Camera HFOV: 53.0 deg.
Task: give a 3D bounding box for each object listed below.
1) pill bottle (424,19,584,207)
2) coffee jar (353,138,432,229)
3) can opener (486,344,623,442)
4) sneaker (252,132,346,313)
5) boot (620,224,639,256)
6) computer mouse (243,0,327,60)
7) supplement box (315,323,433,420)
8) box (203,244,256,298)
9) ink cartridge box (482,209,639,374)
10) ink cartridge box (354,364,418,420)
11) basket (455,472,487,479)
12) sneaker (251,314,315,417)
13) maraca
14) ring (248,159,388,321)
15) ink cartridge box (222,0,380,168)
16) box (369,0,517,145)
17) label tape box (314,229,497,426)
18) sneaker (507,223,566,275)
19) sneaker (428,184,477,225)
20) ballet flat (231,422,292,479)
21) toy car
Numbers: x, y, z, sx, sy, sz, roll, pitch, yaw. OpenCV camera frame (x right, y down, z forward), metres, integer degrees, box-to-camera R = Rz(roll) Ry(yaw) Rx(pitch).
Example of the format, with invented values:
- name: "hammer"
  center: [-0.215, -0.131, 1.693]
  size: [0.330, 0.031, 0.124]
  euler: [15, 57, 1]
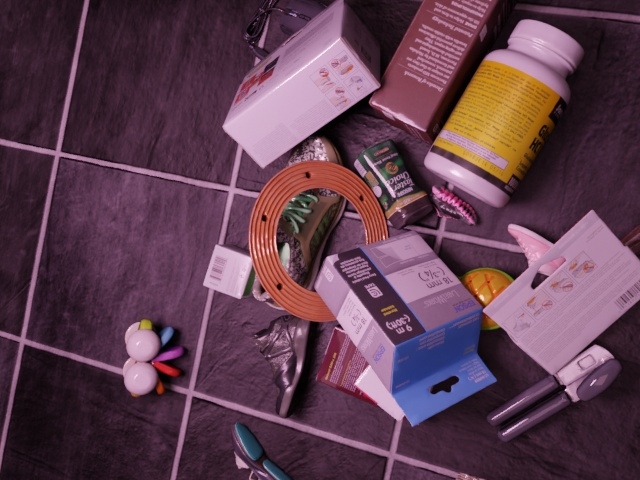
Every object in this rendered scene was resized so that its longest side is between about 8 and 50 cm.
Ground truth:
- name: "pill bottle"
  center: [0.364, -0.248, 1.262]
  size: [0.188, 0.188, 0.333]
  euler: [32, 98, 14]
- name: "coffee jar"
  center: [0.156, -0.118, 1.369]
  size: [0.096, 0.079, 0.184]
  euler: [-28, 81, -21]
- name: "can opener"
  center: [0.462, 0.308, 1.273]
  size: [0.283, 0.095, 0.076]
  euler: [-37, 79, 12]
- name: "sneaker"
  center: [-0.053, -0.036, 1.383]
  size: [0.158, 0.182, 0.410]
  euler: [13, 92, 16]
- name: "boot"
  center: [0.592, -0.003, 1.270]
  size: [0.114, 0.037, 0.106]
  euler: [-38, 93, 16]
- name: "computer mouse"
  center: [-0.059, -0.471, 1.455]
  size: [0.262, 0.060, 0.184]
  euler: [35, 98, 14]
- name: "supplement box"
  center: [0.126, 0.283, 1.384]
  size: [0.240, 0.073, 0.130]
  euler: [21, 95, 14]
- name: "box"
  center: [-0.195, 0.070, 1.472]
  size: [0.102, 0.087, 0.101]
  euler: [19, 95, 15]
- name: "ink cartridge box"
  center: [0.469, 0.097, 1.229]
  size: [0.239, 0.060, 0.275]
  euler: [40, 102, -22]
- name: "ink cartridge box"
  center: [0.138, 0.286, 1.265]
  size: [0.109, 0.150, 0.063]
  euler: [36, 94, 14]
- name: "basket"
  center: [0.338, 0.551, 1.298]
  size: [0.167, 0.113, 0.103]
  euler: [11, 90, 16]
- name: "sneaker"
  center: [-0.092, 0.277, 1.443]
  size: [0.130, 0.087, 0.227]
  euler: [8, 88, 18]
- name: "maraca"
  center: [0.320, 0.119, 1.320]
  size: [0.186, 0.099, 0.127]
  euler: [0, 76, 37]
- name: "ring"
  center: [0.000, 0.000, 1.338]
  size: [0.032, 0.337, 0.336]
  euler: [-9, 86, 60]
- name: "ink cartridge box"
  center: [-0.032, -0.341, 1.352]
  size: [0.309, 0.271, 0.130]
  euler: [-31, 120, 27]
- name: "box"
  center: [0.259, -0.397, 1.294]
  size: [0.143, 0.191, 0.381]
  euler: [32, 98, 14]
- name: "label tape box"
  center: [0.180, 0.150, 1.235]
  size: [0.333, 0.241, 0.106]
  euler: [53, 141, 28]
- name: "sneaker"
  center: [0.431, 0.024, 1.309]
  size: [0.134, 0.051, 0.070]
  euler: [33, 93, 10]
- name: "sneaker"
  center: [0.277, -0.065, 1.366]
  size: [0.119, 0.047, 0.057]
  euler: [41, 122, 14]
- name: "ballet flat"
  center: [-0.149, 0.511, 1.464]
  size: [0.203, 0.074, 0.074]
  euler: [45, 101, 10]
- name: "toy car"
  center: [-0.390, 0.276, 1.511]
  size: [0.136, 0.159, 0.181]
  euler: [4, 90, -18]
